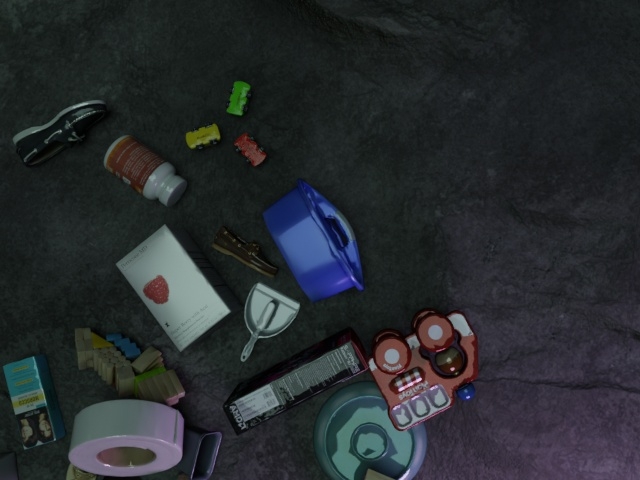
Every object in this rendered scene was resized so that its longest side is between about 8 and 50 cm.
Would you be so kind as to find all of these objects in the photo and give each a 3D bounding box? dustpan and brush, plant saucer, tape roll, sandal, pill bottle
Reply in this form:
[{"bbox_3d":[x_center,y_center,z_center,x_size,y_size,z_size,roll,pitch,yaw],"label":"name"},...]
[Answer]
[{"bbox_3d":[-0.166,0.239,1.651,0.147,0.060,0.211,27,89,5],"label":"dustpan and brush"},{"bbox_3d":[0.136,0.549,1.624,0.317,0.044,0.318,0,86,3],"label":"plant saucer"},{"bbox_3d":[-0.501,0.521,1.547,0.286,0.286,0.100,-10,50,3],"label":"tape roll"},{"bbox_3d":[-0.657,0.620,1.654,0.088,0.079,0.240,31,89,5],"label":"sandal"},{"bbox_3d":[-0.489,-0.192,1.666,0.216,0.121,0.121,35,90,5],"label":"pill bottle"}]

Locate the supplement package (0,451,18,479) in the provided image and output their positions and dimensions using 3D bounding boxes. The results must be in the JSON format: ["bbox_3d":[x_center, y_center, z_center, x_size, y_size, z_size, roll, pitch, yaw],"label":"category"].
[{"bbox_3d":[-0.995,0.686,1.644,0.243,0.139,0.134,-8,87,2],"label":"supplement package"}]

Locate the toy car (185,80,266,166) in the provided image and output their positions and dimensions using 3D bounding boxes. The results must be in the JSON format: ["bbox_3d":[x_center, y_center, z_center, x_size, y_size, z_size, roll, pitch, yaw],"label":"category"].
[{"bbox_3d":[-0.246,-0.340,1.693,0.238,0.053,0.225,16,88,4],"label":"toy car"}]

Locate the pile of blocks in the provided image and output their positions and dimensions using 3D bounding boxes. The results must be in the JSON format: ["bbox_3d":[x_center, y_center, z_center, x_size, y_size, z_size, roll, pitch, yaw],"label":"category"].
[{"bbox_3d":[-0.539,0.367,1.662,0.362,0.149,0.113,32,132,14],"label":"pile of blocks"}]

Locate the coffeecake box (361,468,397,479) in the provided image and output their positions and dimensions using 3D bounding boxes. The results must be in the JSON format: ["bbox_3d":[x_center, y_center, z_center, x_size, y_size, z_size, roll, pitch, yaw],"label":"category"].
[{"bbox_3d":[0.158,0.694,1.548,0.142,0.068,0.186,21,132,5],"label":"coffeecake box"}]

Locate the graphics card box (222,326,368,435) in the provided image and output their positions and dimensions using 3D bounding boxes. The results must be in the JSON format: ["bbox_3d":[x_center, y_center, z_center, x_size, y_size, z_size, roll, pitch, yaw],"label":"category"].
[{"bbox_3d":[-0.059,0.360,1.552,0.370,0.233,0.094,-29,90,3],"label":"graphics card box"}]

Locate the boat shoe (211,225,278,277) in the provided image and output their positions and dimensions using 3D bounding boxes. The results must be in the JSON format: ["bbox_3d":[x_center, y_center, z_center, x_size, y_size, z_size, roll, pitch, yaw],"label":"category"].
[{"bbox_3d":[-0.205,0.030,1.659,0.206,0.073,0.073,29,91,5],"label":"boat shoe"}]

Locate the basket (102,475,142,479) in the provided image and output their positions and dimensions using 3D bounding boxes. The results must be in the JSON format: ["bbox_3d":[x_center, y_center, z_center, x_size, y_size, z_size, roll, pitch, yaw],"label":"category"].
[{"bbox_3d":[-0.568,0.744,1.568,0.154,0.227,0.205,-6,87,4],"label":"basket"}]

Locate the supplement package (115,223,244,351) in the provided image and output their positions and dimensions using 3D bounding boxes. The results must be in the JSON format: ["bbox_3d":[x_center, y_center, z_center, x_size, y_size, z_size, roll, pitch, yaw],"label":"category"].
[{"bbox_3d":[-0.378,0.126,1.614,0.177,0.175,0.293,-39,85,2],"label":"supplement package"}]

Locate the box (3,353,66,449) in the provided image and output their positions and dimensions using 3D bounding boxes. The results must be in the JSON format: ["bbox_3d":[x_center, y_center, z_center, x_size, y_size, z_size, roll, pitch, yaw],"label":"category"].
[{"bbox_3d":[-0.814,0.457,1.683,0.100,0.060,0.245,-17,86,3],"label":"box"}]

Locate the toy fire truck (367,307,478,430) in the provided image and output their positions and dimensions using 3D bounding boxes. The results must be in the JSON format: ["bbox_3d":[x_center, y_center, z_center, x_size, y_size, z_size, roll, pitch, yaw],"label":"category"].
[{"bbox_3d":[0.280,0.330,1.564,0.302,0.169,0.254,-28,87,2],"label":"toy fire truck"}]

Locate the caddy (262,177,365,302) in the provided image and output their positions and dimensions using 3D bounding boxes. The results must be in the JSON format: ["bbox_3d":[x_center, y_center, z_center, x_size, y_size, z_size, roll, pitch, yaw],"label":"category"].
[{"bbox_3d":[0.000,0.000,1.567,0.179,0.241,0.341,-30,86,8],"label":"caddy"}]

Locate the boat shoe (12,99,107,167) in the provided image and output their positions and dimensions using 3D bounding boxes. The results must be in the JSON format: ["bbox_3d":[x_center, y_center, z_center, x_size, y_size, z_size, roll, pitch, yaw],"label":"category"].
[{"bbox_3d":[-0.735,-0.305,1.700,0.302,0.114,0.091,-24,85,14],"label":"boat shoe"}]

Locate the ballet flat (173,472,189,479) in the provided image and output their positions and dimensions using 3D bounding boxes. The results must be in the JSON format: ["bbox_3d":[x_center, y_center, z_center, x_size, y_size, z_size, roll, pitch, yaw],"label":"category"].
[{"bbox_3d":[-0.311,0.783,1.609,0.107,0.106,0.316,-42,85,1],"label":"ballet flat"}]

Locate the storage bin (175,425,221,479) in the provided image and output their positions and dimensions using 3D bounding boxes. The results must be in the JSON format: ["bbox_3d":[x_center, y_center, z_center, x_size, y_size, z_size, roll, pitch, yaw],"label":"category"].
[{"bbox_3d":[-0.343,0.581,1.637,0.091,0.098,0.135,14,88,32],"label":"storage bin"}]
